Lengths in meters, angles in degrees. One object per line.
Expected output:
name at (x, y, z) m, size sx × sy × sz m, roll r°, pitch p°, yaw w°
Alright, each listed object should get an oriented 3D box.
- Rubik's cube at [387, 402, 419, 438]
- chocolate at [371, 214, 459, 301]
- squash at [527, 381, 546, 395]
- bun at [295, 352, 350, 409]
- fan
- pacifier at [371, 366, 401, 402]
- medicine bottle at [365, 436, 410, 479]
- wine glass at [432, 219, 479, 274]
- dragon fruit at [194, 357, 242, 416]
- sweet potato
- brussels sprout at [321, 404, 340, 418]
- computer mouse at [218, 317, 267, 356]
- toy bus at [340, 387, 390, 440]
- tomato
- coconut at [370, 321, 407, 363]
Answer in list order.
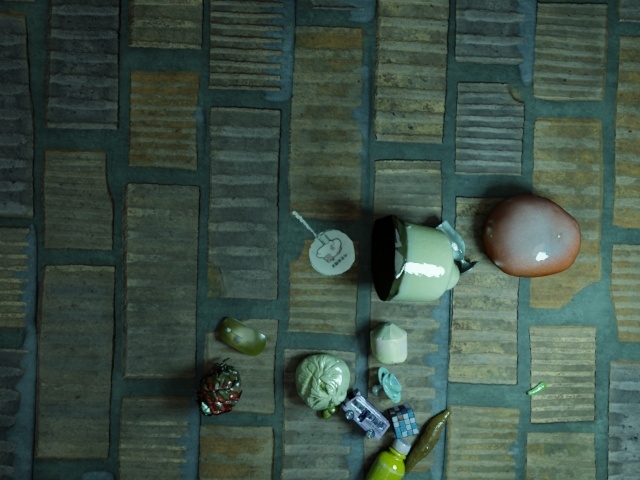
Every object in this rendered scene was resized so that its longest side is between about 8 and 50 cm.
Rubik's cube at (0.329, 0.719, 1.734) m, size 0.092 × 0.092 × 0.092 m, roll -14°, pitch 90°, yaw -1°
chocolate at (0.357, 0.069, 1.643) m, size 0.297 × 0.314 × 0.326 m, roll -2°, pitch 86°, yaw -10°
squash at (0.888, 0.610, 1.782) m, size 0.089 × 0.027 × 0.027 m, roll -34°, pitch 91°, yaw 1°
bun at (0.008, 0.556, 1.705) m, size 0.229 × 0.145 × 0.229 m, roll 0°, pitch 93°, yaw -2°
fan at (0.000, 0.000, 1.771) m, size 0.191 × 0.009 × 0.329 m, roll -41°, pitch 91°, yaw -1°
pacifier at (0.255, 0.588, 1.734) m, size 0.116 × 0.127 × 0.150 m, roll -32°, pitch 98°, yaw 23°
medicine bottle at (0.277, 0.887, 1.718) m, size 0.122 × 0.122 × 0.212 m, roll 30°, pitch 89°, yaw -1°
wine glass at (0.531, 0.025, 1.738) m, size 0.103 × 0.103 × 0.222 m, roll -35°, pitch 92°, yaw -1°
dragon fruit at (-0.389, 0.576, 1.685) m, size 0.182 × 0.182 × 0.188 m, roll 41°, pitch 98°, yaw -1°
sweet potato at (0.430, 0.811, 1.748) m, size 0.066 × 0.072 × 0.314 m, roll 33°, pitch 87°, yaw -15°
brussels sprout at (0.038, 0.687, 1.749) m, size 0.083 × 0.051 × 0.046 m, roll -46°, pitch 64°, yaw -2°
computer mouse at (-0.313, 0.387, 1.745) m, size 0.199 × 0.045 × 0.102 m, roll 30°, pitch 87°, yaw -2°
toy bus at (0.174, 0.691, 1.730) m, size 0.199 × 0.096 × 0.108 m, roll 44°, pitch 85°, yaw -3°
tomato at (0.808, -0.019, 1.658) m, size 0.341 × 0.273 × 0.341 m, roll 0°, pitch 90°, yaw -1°
coconut at (0.269, 0.396, 1.710) m, size 0.147 × 0.147 × 0.152 m, roll -7°, pitch 97°, yaw -1°
